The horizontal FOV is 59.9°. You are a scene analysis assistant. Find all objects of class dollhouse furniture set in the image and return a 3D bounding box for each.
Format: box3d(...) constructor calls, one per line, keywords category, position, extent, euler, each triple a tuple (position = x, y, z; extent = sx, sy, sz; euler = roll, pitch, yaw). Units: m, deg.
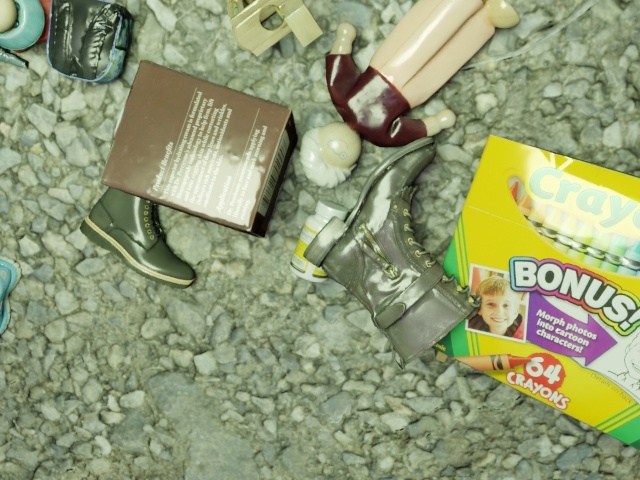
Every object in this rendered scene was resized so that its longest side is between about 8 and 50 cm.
box3d(category="dollhouse furniture set", position=(-0.097, -0.320, 0.687), extent=(0.101, 0.181, 0.161), euler=(-33, 128, 13))

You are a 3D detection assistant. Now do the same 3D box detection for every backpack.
box3d(category="backpack", position=(-0.328, -0.286, 0.798), extent=(0.105, 0.084, 0.114), euler=(17, 102, 0))

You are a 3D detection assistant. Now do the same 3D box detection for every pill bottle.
box3d(category="pill bottle", position=(0.000, 0.000, 0.847), extent=(0.065, 0.065, 0.116), euler=(21, 106, 0))

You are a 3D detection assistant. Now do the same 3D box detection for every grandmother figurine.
box3d(category="grandmother figurine", position=(0.093, -0.215, 0.768), extent=(0.208, 0.104, 0.342), euler=(43, 102, 3))

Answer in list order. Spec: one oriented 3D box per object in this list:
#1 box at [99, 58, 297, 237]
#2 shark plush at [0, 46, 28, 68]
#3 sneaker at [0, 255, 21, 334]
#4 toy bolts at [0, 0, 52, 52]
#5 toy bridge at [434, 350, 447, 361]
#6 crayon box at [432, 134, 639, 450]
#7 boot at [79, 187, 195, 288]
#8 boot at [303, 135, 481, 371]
box3d(category="box", position=(-0.153, -0.114, 0.763), extent=(0.203, 0.167, 0.168), euler=(19, 88, 1))
box3d(category="shark plush", position=(-0.531, -0.290, 0.851), extent=(0.161, 0.073, 0.067), euler=(3, 126, -16))
box3d(category="sneaker", position=(-0.562, 0.105, 0.928), extent=(0.063, 0.073, 0.162), euler=(22, 105, 0))
box3d(category="toy bolts", position=(-0.469, -0.362, 0.743), extent=(0.218, 0.158, 0.228), euler=(-21, 102, 2))
box3d(category="toy bridge", position=(0.272, 0.191, 0.868), extent=(0.188, 0.063, 0.026), euler=(16, 106, 3))
box3d(category="crayon box", position=(0.351, 0.063, 0.736), extent=(0.363, 0.106, 0.313), euler=(24, 108, 26))
box3d(category="boot", position=(-0.262, -0.025, 0.868), extent=(0.198, 0.077, 0.137), euler=(31, 100, -4))
box3d(category="boot", position=(0.130, 0.017, 0.762), extent=(0.229, 0.091, 0.263), euler=(42, 96, 7))
